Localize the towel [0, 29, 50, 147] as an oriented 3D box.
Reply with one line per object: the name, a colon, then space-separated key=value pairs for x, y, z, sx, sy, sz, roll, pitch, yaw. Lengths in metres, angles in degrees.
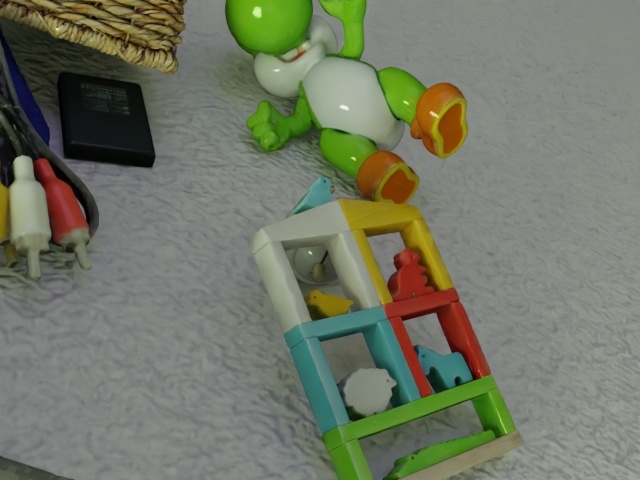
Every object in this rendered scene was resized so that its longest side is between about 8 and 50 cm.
towel: x=-0.428 y=-0.126 z=0.789 sx=0.308 sy=0.076 sz=0.228 roll=-8 pitch=55 yaw=-38

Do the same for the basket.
basket: x=-0.312 y=-0.285 z=0.966 sx=0.299 sy=0.213 sz=0.223 roll=13 pitch=69 yaw=-25

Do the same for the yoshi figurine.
yoshi figurine: x=-0.002 y=-0.212 z=1.043 sx=0.203 sy=0.203 sz=0.362 roll=-22 pitch=54 yaw=-37

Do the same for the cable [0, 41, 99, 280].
cable: x=-0.268 y=-0.098 z=0.759 sx=0.139 sy=0.072 sz=0.287 roll=-3 pitch=75 yaw=-46

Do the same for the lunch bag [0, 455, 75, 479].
lunch bag: x=-0.279 y=0.213 z=0.375 sx=0.235 sy=0.169 sz=0.287 roll=24 pitch=44 yaw=-7

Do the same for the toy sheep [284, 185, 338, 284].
toy sheep: x=0.000 y=0.000 z=0.863 sx=0.091 sy=0.091 sz=0.132 roll=21 pitch=28 yaw=-6

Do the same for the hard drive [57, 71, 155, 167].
hard drive: x=-0.238 y=-0.134 z=0.944 sx=0.094 sy=0.022 sz=0.135 roll=5 pitch=40 yaw=-25

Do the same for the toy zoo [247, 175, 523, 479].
toy zoo: x=0.052 y=0.073 z=0.766 sx=0.192 sy=0.030 sz=0.293 roll=-8 pitch=69 yaw=-38
